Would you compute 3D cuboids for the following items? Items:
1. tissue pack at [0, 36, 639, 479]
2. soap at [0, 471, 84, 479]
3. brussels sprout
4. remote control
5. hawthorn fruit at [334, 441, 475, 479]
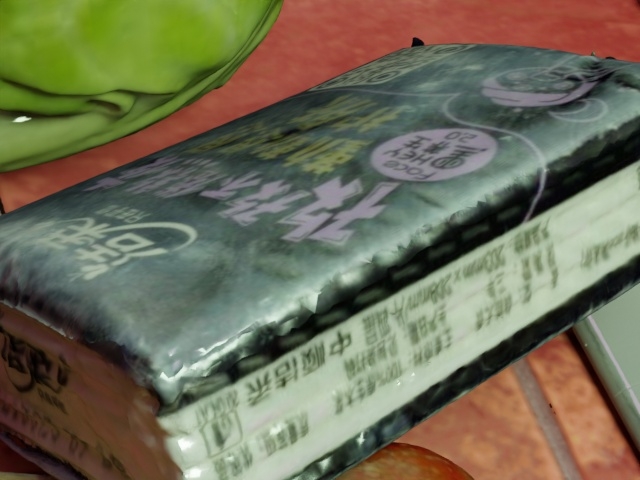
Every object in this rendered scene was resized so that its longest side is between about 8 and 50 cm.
[{"bbox_3d":[0.000,0.000,0.803,0.361,0.259,0.122,-29,115,-31],"label":"tissue pack"},{"bbox_3d":[-0.159,0.233,0.693,0.160,0.080,0.257,5,56,-15],"label":"soap"},{"bbox_3d":[-0.151,-0.190,0.880,0.328,0.247,0.328,0,56,0],"label":"brussels sprout"},{"bbox_3d":[0.190,0.062,0.961,0.067,0.029,0.261,-15,66,-27],"label":"remote control"},{"bbox_3d":[0.023,0.178,0.751,0.188,0.169,0.169,14,51,-38],"label":"hawthorn fruit"}]
